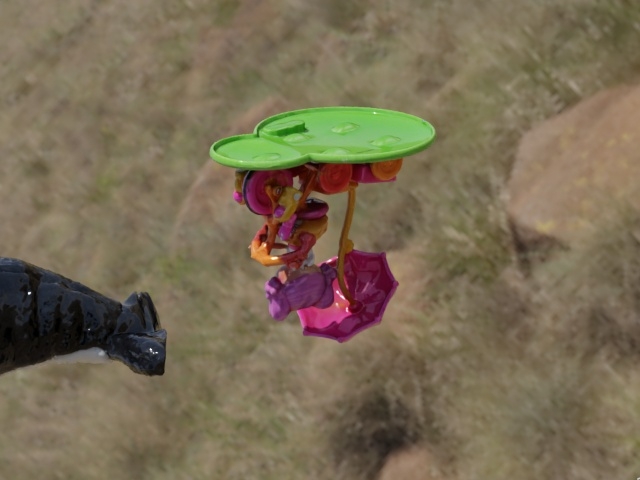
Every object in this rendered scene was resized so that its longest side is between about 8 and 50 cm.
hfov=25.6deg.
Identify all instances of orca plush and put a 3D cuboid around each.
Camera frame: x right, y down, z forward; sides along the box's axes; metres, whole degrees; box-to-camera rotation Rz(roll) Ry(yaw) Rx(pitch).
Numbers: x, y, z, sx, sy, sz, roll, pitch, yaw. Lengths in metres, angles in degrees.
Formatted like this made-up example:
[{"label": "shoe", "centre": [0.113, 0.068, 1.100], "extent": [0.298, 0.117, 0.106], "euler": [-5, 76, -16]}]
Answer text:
[{"label": "orca plush", "centre": [-0.224, 0.047, 0.731], "extent": [0.102, 0.287, 0.151], "euler": [98, 176, -52]}]

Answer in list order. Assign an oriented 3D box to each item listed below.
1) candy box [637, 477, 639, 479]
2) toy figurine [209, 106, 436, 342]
[{"label": "candy box", "centre": [0.335, 0.315, 1.192], "extent": [0.070, 0.165, 0.196], "euler": [-7, 23, -8]}, {"label": "toy figurine", "centre": [0.000, 0.000, 1.006], "extent": [0.173, 0.159, 0.130], "euler": [-15, 25, -37]}]
